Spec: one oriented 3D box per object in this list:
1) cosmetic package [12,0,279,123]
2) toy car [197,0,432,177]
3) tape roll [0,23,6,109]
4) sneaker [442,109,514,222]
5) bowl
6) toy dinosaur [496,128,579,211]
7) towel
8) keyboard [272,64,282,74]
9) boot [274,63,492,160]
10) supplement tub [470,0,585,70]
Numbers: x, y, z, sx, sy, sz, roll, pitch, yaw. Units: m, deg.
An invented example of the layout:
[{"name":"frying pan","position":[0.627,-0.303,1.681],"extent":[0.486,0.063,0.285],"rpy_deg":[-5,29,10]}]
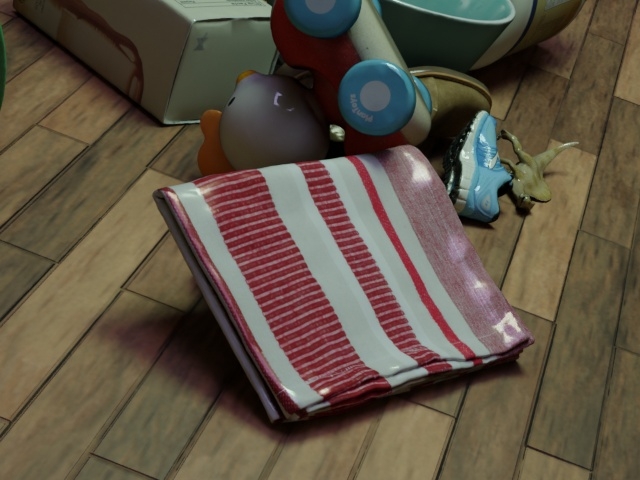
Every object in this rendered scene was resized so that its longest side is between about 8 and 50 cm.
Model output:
[{"name":"cosmetic package","position":[-0.196,-0.256,1.943],"extent":[0.153,0.129,0.296],"rpy_deg":[-7,35,-44]},{"name":"toy car","position":[-0.031,-0.144,1.724],"extent":[0.210,0.238,0.219],"rpy_deg":[61,8,1]},{"name":"tape roll","position":[-0.411,-0.144,1.352],"extent":[0.321,0.321,0.077],"rpy_deg":[7,28,-22]},{"name":"sneaker","position":[0.177,-0.075,1.905],"extent":[0.073,0.063,0.162],"rpy_deg":[27,45,-12]},{"name":"bowl","position":[0.058,-0.260,2.067],"extent":[0.312,0.163,0.311],"rpy_deg":[19,24,-9]},{"name":"toy dinosaur","position":[0.232,-0.081,1.991],"extent":[0.093,0.053,0.183],"rpy_deg":[36,35,3]},{"name":"towel","position":[0.029,0.027,1.522],"extent":[0.329,0.037,0.237],"rpy_deg":[-11,65,-46]},{"name":"keyboard","position":[-0.015,-0.145,1.981],"extent":[0.072,0.014,0.256],"rpy_deg":[9,27,-31]},{"name":"boot","position":[0.083,-0.128,1.927],"extent":[0.305,0.112,0.115],"rpy_deg":[1,55,-40]},{"name":"supplement tub","position":[0.230,-0.360,2.317],"extent":[0.228,0.228,0.316],"rpy_deg":[28,27,20]}]
